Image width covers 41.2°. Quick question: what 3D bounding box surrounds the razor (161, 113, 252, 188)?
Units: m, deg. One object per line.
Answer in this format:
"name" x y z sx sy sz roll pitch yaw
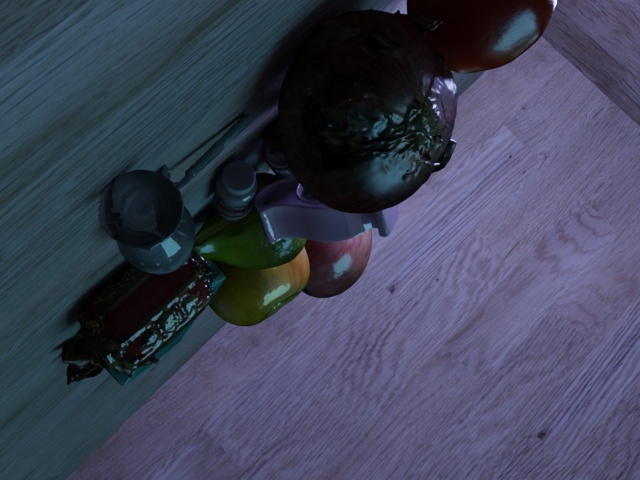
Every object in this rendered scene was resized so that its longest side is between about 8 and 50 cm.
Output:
"razor" -0.183 -0.141 1.389 0.211 0.036 0.084 -42 176 -28

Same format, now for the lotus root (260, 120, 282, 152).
"lotus root" -0.021 -0.222 1.676 0.095 0.135 0.159 -52 -175 43

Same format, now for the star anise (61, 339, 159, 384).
"star anise" -0.444 0.222 1.741 0.212 0.111 0.196 -16 159 12

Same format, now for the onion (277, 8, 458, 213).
"onion" 0.087 -0.222 1.437 0.353 0.353 0.353 -45 175 -5

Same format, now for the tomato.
"tomato" 0.300 -0.469 1.601 0.298 0.298 0.226 -46 135 6

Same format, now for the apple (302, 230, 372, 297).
"apple" 0.000 0.000 2.419 0.269 0.345 0.345 -44 175 -9

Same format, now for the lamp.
"lamp" -0.328 0.125 1.618 0.274 0.177 0.177 -41 173 -24

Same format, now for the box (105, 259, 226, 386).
"box" -0.364 0.168 1.894 0.205 0.118 0.311 -37 170 -45

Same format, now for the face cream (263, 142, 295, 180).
"face cream" -0.072 -0.169 1.849 0.073 0.073 0.283 -46 175 -1

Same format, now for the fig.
"fig" -0.170 -0.020 1.790 0.275 0.206 0.206 -27 166 -28

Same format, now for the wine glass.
"wine glass" -0.255 -0.019 1.289 0.126 0.126 0.241 -45 175 -12

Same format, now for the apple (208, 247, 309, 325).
"apple" -0.166 0.068 2.023 0.286 0.233 0.286 -37 174 -4

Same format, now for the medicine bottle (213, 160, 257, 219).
"medicine bottle" -0.163 -0.098 1.638 0.079 0.079 0.140 -44 175 -21

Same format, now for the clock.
"clock" 0.023 -0.107 1.688 0.275 0.080 0.290 -6 -147 17
